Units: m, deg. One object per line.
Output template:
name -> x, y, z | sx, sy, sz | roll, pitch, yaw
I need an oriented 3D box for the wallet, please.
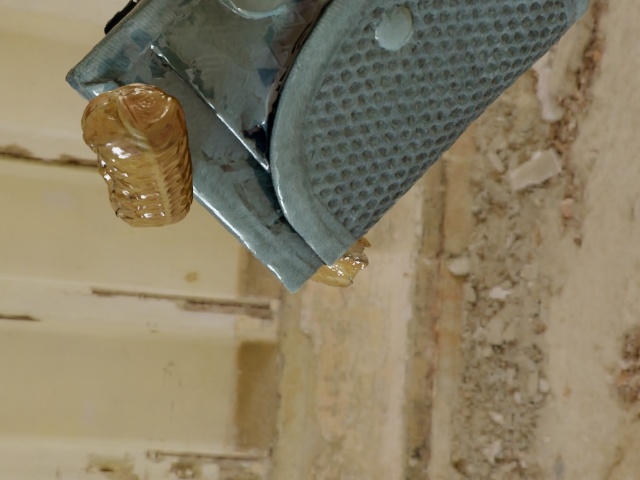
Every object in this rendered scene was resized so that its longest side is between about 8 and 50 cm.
wallet -> 0.036, -0.145, 0.563 | 0.342, 0.237, 0.075 | -45, 33, -2

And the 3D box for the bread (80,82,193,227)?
bread -> -0.099, -0.042, 0.476 | 0.157, 0.052, 0.044 | 113, 145, -75

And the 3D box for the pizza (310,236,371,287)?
pizza -> 0.000, 0.000, 1.018 | 0.062, 0.161, 0.182 | -54, -42, -14
